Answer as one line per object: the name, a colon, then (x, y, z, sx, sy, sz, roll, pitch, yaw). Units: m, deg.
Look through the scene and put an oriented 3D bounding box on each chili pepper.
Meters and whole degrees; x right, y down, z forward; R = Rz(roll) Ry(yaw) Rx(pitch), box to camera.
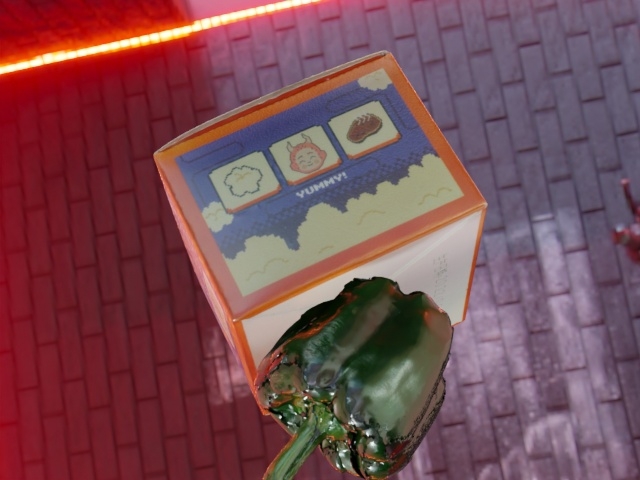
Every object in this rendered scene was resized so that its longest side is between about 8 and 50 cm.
chili pepper: (0.022, 0.159, 1.007, 0.261, 0.174, 0.165, -52, 2, -35)

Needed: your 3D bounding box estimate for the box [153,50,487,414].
box: (0.000, 0.000, 1.325, 0.256, 0.319, 0.348, 60, 171, 25)
